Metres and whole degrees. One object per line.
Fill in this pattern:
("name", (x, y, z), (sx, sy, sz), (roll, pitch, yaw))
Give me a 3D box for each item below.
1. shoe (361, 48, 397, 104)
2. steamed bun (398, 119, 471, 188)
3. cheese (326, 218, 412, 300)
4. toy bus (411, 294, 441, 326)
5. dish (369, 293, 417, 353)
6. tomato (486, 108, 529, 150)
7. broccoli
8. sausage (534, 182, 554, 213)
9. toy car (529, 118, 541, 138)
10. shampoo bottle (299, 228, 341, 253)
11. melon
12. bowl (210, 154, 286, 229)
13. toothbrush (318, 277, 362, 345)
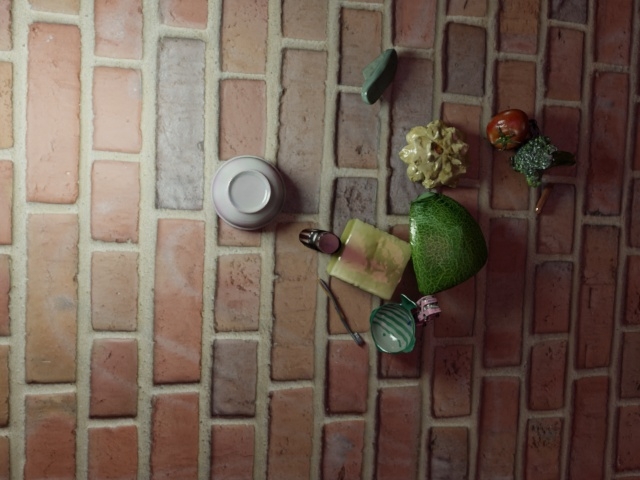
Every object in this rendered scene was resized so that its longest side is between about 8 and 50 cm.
("shoe", (0.213, -0.637, 1.873), (0.100, 0.103, 0.250), (19, 72, 33))
("steamed bun", (0.476, -0.339, 1.903), (0.292, 0.137, 0.295), (-30, 95, -10))
("cheese", (0.193, 0.074, 1.883), (0.266, 0.124, 0.242), (25, 85, -10))
("toy bus", (0.396, 0.283, 1.885), (0.063, 0.203, 0.090), (-9, 67, -19))
("dish", (0.307, 0.333, 1.905), (0.078, 0.224, 0.246), (10, 114, -51))
("tomato", (0.754, -0.453, 1.938), (0.168, 0.167, 0.167), (0, 93, -9))
("broccoli", (0.926, -0.306, 1.976), (0.275, 0.177, 0.198), (18, 84, -22))
("sausage", (0.943, -0.177, 2.035), (0.030, 0.035, 0.147), (26, 87, 23))
("toy car", (0.890, -0.460, 2.016), (0.041, 0.025, 0.093), (-21, 93, -6))
("shampoo bottle", (0.000, 0.000, 1.745), (0.129, 0.323, 0.084), (19, 89, -8))
("melon", (0.461, -0.008, 1.885), (0.332, 0.226, 0.343), (-26, 107, -4))
("bowl", (-0.265, -0.178, 1.787), (0.287, 0.144, 0.286), (-1, 93, -10))
("toothbrush", (0.075, 0.283, 1.923), (0.031, 0.023, 0.320), (-35, 98, -13))
